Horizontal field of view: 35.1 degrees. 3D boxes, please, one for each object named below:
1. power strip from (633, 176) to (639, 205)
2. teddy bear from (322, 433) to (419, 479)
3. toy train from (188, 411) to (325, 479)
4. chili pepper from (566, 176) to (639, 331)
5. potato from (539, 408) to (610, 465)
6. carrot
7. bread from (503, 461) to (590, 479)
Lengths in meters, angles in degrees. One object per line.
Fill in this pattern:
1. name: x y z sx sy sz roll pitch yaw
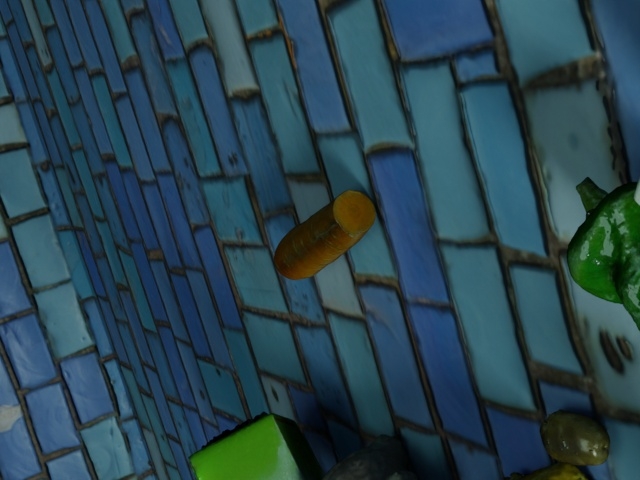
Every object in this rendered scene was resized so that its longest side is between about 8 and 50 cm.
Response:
1. power strip: 0.267 -0.157 0.563 0.043 0.106 0.367 50 149 39
2. teddy bear: 0.096 0.376 1.253 0.267 0.151 0.236 41 145 46
3. toy train: -0.063 0.384 1.471 0.249 0.173 0.307 61 180 15
4. chili pepper: 0.276 0.050 0.721 0.270 0.099 0.136 47 172 28
5. potato: 0.239 0.187 0.956 0.083 0.040 0.051 -5 110 65
6. carrot: 0.000 0.000 1.257 0.067 0.067 0.225 66 153 6
7. bread: 0.196 0.338 1.039 0.160 0.147 0.260 61 154 9
